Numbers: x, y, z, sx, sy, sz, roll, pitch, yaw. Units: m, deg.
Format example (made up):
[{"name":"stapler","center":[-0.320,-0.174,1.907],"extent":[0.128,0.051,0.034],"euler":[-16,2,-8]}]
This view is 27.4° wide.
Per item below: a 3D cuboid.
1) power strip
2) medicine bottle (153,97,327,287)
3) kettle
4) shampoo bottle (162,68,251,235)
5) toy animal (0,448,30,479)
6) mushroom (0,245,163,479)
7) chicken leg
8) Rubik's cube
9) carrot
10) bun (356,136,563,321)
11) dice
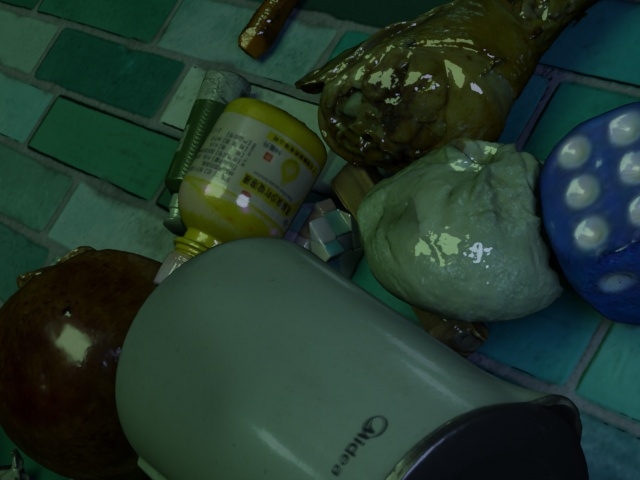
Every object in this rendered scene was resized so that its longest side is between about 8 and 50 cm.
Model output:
[{"name":"power strip","center":[0.083,0.009,1.306],"extent":[0.044,0.064,0.305],"euler":[-46,43,16]},{"name":"medicine bottle","center":[-0.091,-0.030,1.352],"extent":[0.121,0.122,0.213],"euler":[15,71,45]},{"name":"kettle","center":[-0.014,0.210,1.084],"extent":[0.361,0.250,0.376],"euler":[-51,37,-8]},{"name":"shampoo bottle","center":[-0.143,-0.104,1.577],"extent":[0.065,0.065,0.205],"euler":[1,64,40]},{"name":"toy animal","center":[-0.434,0.334,1.515],"extent":[0.217,0.073,0.176],"euler":[-32,12,43]},{"name":"mushroom","center":[-0.251,0.121,1.422],"extent":[0.263,0.195,0.283],"euler":[-49,43,12]},{"name":"chicken leg","center":[0.185,-0.215,1.316],"extent":[0.429,0.153,0.201],"euler":[-37,37,5]},{"name":"Rubik's cube","center":[0.002,-0.002,1.375],"extent":[0.075,0.073,0.084],"euler":[0,61,41]},{"name":"carrot","center":[-0.044,-0.303,1.638],"extent":[0.042,0.042,0.171],"euler":[27,79,46]},{"name":"bun","center":[0.138,-0.019,1.174],"extent":[0.203,0.127,0.212],"euler":[-8,27,-17]},{"name":"dice","center":[0.276,-0.023,1.109],"extent":[0.146,0.146,0.143],"euler":[-27,51,30]}]
